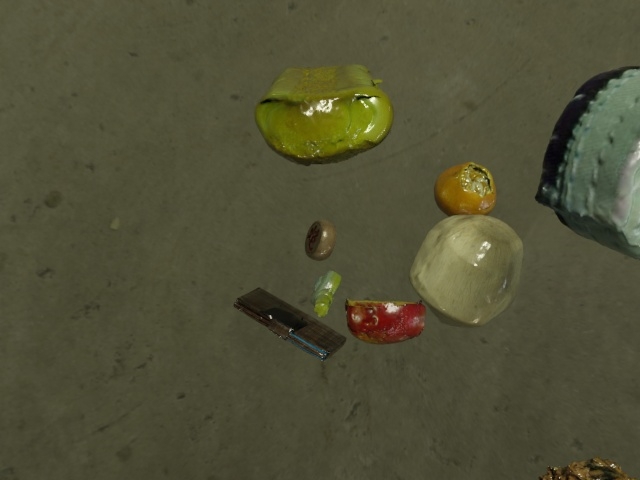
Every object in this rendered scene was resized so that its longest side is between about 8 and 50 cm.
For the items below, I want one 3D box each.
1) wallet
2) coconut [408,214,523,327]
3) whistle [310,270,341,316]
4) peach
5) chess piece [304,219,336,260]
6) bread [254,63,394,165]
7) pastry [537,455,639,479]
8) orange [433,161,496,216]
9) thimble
[{"bbox_3d":[-0.062,0.172,1.384,0.230,0.124,0.042,31,105,14],"label":"wallet"},{"bbox_3d":[0.270,0.062,1.222,0.224,0.224,0.224,-1,83,7],"label":"coconut"},{"bbox_3d":[0.005,0.137,1.655,0.057,0.198,0.104,34,107,-3],"label":"whistle"},{"bbox_3d":[0.068,0.084,0.693,0.083,0.077,0.050,-2,83,2],"label":"peach"},{"bbox_3d":[0.000,0.000,1.332,0.038,0.083,0.084,18,85,-23],"label":"chess piece"},{"bbox_3d":[0.006,-0.175,0.904,0.166,0.383,0.112,-3,109,0],"label":"bread"},{"bbox_3d":[0.579,0.565,1.381,0.274,0.275,0.193,19,54,9],"label":"pastry"},{"bbox_3d":[0.356,-0.120,1.609,0.154,0.155,0.134,20,122,9],"label":"orange"},{"bbox_3d":[0.381,-0.085,0.767,0.237,0.150,0.237,-6,107,-20],"label":"thimble"}]
